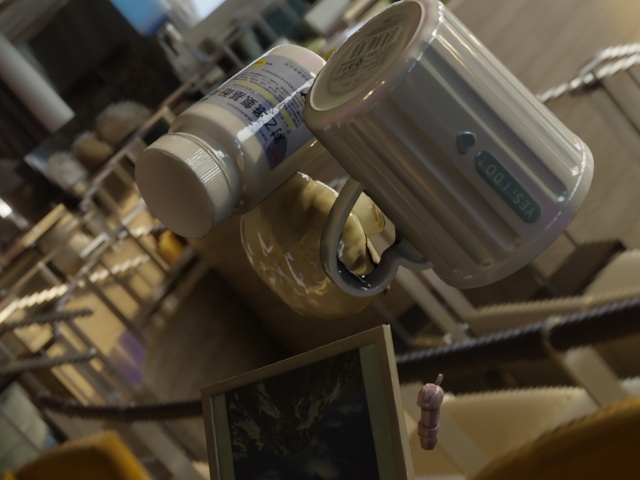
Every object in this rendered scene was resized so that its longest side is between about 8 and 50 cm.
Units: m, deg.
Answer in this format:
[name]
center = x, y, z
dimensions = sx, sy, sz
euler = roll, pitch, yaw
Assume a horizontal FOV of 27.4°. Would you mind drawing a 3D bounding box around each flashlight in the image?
[flashlight]
center = 0.135, 0.218, 1.653
dimensions = 0.031, 0.110, 0.052
euler = 21, 40, 26

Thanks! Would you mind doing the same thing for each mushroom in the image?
[mushroom]
center = 0.000, 0.000, 1.218
dimensions = 0.122, 0.154, 0.154
euler = -40, 11, -15

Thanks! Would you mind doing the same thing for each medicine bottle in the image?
[medicine bottle]
center = -0.066, -0.087, 1.141
dimensions = 0.186, 0.103, 0.103
euler = -41, 9, -37

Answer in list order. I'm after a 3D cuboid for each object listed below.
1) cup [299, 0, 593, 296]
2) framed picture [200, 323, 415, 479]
[cup]
center = 0.090, -0.065, 1.079
dimensions = 0.167, 0.202, 0.221
euler = -11, 42, 53
[framed picture]
center = -0.019, 0.227, 1.446
dimensions = 0.281, 0.209, 0.019
euler = -24, -25, 34
